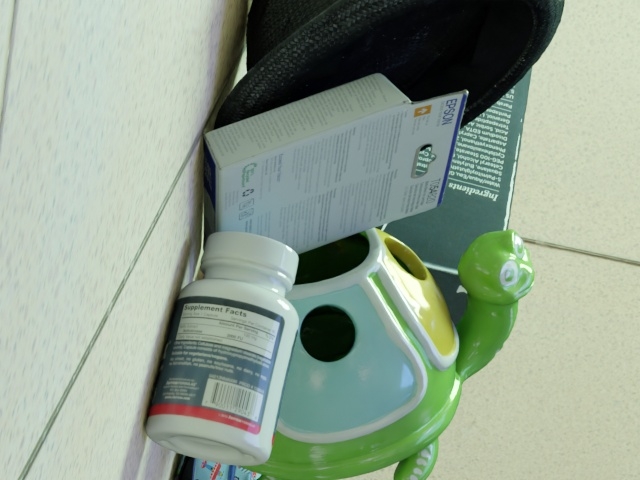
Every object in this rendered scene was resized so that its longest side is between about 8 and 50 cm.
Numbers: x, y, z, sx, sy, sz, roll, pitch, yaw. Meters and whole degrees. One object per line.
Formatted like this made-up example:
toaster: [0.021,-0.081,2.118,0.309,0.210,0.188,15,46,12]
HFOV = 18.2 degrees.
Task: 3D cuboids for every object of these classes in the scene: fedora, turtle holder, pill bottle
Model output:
fedora: [0.041,-0.191,1.735,0.334,0.334,0.152,97,-27,-63]
turtle holder: [0.033,0.097,1.889,0.243,0.320,0.227,-71,160,-50]
pill bottle: [-0.076,0.090,1.680,0.108,0.108,0.180,95,8,-71]

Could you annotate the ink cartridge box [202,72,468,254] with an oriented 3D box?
ink cartridge box: [0.007,-0.060,1.733,0.223,0.224,0.045,98,-29,-63]

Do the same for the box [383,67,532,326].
box: [0.115,-0.063,2.513,0.293,0.212,0.395,111,-8,-57]

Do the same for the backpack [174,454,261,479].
backpack: [-0.097,0.275,2.049,0.158,0.117,0.173,-63,162,-84]

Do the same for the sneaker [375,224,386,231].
sneaker: [0.000,0.000,2.181,0.217,0.079,0.121,-38,-179,0]
